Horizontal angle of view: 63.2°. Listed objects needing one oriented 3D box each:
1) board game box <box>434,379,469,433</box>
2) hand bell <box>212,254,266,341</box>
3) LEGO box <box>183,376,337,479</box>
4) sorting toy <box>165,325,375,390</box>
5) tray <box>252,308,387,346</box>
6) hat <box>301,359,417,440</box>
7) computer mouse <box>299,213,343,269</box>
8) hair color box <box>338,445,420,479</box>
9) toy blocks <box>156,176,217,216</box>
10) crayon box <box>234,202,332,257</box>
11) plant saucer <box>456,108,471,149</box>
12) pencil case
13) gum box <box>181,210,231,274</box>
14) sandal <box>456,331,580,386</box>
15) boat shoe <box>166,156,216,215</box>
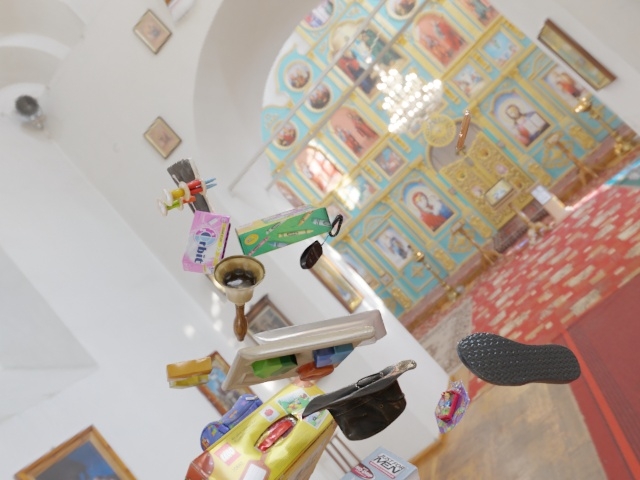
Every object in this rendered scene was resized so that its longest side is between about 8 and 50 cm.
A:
[{"bbox_3d":[0.358,0.464,1.477,0.133,0.033,0.168,-55,5,14],"label":"board game box"},{"bbox_3d":[-0.203,0.168,1.321,0.126,0.126,0.242,-36,-36,-40],"label":"hand bell"},{"bbox_3d":[-0.182,0.683,1.517,0.500,0.193,0.372,-23,-40,-57],"label":"LEGO box"},{"bbox_3d":[-0.085,0.205,0.821,0.307,0.041,0.229,-6,-24,-22],"label":"sorting toy"},{"bbox_3d":[0.005,0.212,1.112,0.270,0.030,0.145,-13,-32,7],"label":"tray"},{"bbox_3d":[0.120,0.432,1.350,0.331,0.134,0.331,-24,-8,-3],"label":"hat"},{"bbox_3d":[0.000,0.000,1.709,0.242,0.041,0.071,-51,-40,-29],"label":"computer mouse"},{"bbox_3d":[0.045,0.604,1.021,0.374,0.185,0.114,-26,20,-33],"label":"hair color box"},{"bbox_3d":[-0.361,-0.126,1.419,0.148,0.054,0.123,-25,-7,-35],"label":"toy blocks"},{"bbox_3d":[-0.120,-0.035,1.620,0.278,0.081,0.165,-19,13,-9],"label":"crayon box"},{"bbox_3d":[0.297,-0.228,1.074,0.083,0.013,0.083,16,-90,-75],"label":"plant saucer"},{"bbox_3d":[-0.286,0.619,1.763,0.133,0.119,0.306,-67,-13,9],"label":"pencil case"},{"bbox_3d":[-0.335,0.003,1.545,0.062,0.107,0.188,105,173,-59],"label":"gum box"},{"bbox_3d":[0.637,0.411,1.701,0.107,0.446,0.167,120,156,-51],"label":"sandal"},{"bbox_3d":[-0.422,-0.116,1.781,0.096,0.335,0.112,-21,12,-6],"label":"boat shoe"}]
